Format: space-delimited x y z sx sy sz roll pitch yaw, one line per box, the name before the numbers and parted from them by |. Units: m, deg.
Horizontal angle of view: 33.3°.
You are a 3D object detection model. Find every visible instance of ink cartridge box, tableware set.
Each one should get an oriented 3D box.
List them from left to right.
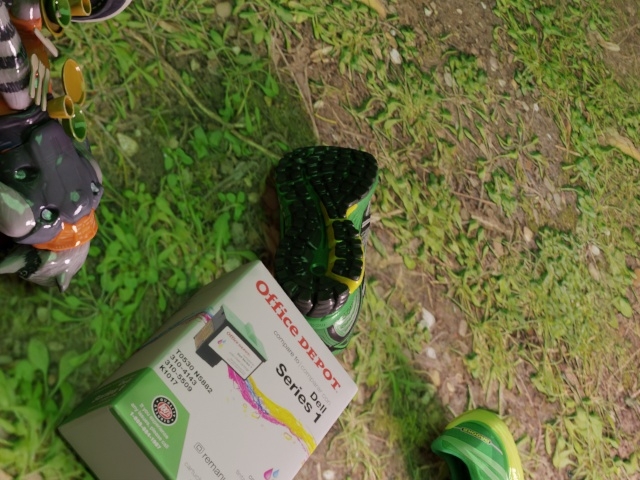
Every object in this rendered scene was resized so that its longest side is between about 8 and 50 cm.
tableware set | -0.242 -0.178 1.032 0.104 0.024 0.154 59 26 -62
ink cartridge box | -0.111 0.182 1.166 0.201 0.117 0.278 53 43 -9

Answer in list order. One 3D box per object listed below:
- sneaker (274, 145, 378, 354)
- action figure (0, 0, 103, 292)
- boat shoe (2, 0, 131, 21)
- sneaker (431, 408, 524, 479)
sneaker | 0.000 0.000 1.379 0.134 0.146 0.344 5 43 6
action figure | -0.327 -0.080 1.032 0.341 0.178 0.330 -48 130 -41
boat shoe | -0.422 -0.318 1.073 0.500 0.187 0.156 18 47 -29
sneaker | 0.224 0.375 1.415 0.123 0.109 0.296 -20 85 -24
